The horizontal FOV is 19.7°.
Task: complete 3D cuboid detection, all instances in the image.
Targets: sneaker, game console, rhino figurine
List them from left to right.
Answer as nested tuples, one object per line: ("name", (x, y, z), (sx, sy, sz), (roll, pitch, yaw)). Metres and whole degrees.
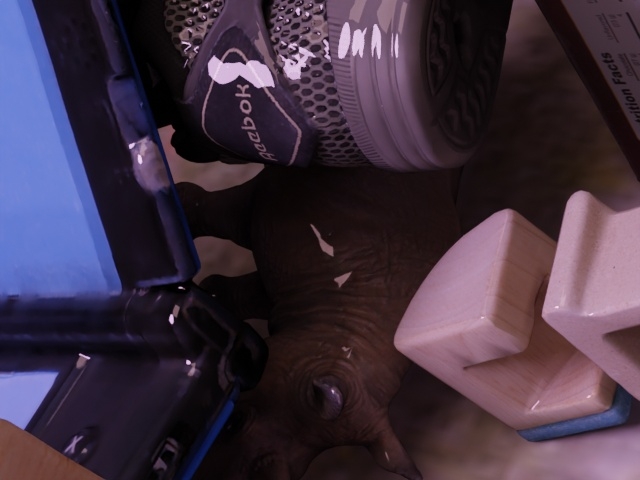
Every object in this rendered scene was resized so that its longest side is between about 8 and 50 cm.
("game console", (-0.173, 0.022, 0.580), (0.293, 0.173, 0.250), (-5, 47, 52))
("rhino figurine", (0.000, 0.000, 0.609), (0.106, 0.073, 0.243), (-9, 49, 26))
("sneaker", (0.001, -0.102, 0.582), (0.130, 0.087, 0.227), (-2, 42, 22))

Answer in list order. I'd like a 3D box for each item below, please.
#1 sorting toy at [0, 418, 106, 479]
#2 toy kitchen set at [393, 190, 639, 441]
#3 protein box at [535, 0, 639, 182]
("sorting toy", (-0.040, 0.209, 0.363), (0.089, 0.255, 0.257), (-14, 49, 43))
("toy kitchen set", (0.120, 0.074, 0.478), (0.207, 0.122, 0.166), (-19, 46, 46))
("protein box", (0.186, -0.137, 0.559), (0.201, 0.136, 0.200), (-1, 57, 31))
